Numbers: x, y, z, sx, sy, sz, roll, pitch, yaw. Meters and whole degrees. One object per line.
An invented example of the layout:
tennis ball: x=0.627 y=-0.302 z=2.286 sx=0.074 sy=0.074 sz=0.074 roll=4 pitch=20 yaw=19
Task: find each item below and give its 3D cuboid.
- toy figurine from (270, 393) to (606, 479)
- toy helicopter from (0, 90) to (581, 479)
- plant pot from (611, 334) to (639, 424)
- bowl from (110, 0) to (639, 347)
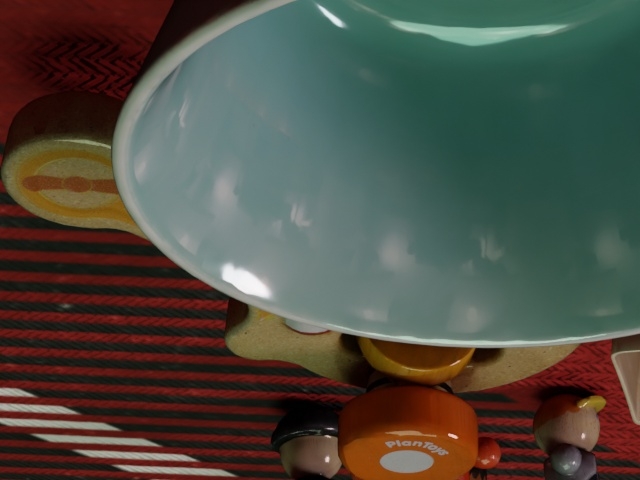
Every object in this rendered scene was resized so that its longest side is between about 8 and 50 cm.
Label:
toy figurine: x=0.087 y=0.176 z=1.308 sx=0.209 sy=0.148 sz=0.213 roll=12 pitch=149 yaw=-29
toy helicopter: x=0.000 y=0.000 z=0.989 sx=0.355 sy=0.140 sz=0.235 roll=22 pitch=144 yaw=-28
plant pot: x=0.232 y=0.042 z=1.084 sx=0.109 sy=0.096 sz=0.109 roll=-6 pitch=150 yaw=15
bowl: x=0.071 y=-0.089 z=0.783 sx=0.312 sy=0.163 sz=0.311 roll=1 pitch=151 yaw=1
